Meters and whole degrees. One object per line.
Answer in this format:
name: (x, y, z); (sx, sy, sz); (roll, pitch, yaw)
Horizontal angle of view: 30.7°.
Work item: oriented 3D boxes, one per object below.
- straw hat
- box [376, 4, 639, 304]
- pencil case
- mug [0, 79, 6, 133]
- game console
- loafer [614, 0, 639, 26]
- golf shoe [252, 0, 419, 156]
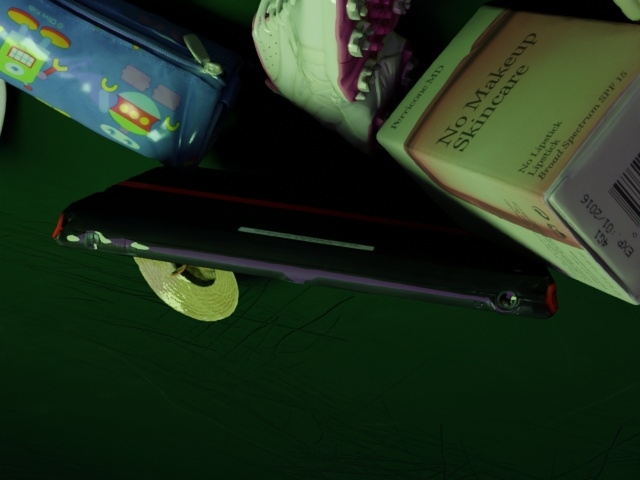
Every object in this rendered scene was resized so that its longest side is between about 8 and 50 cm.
straw hat: (-0.139, 0.017, 1.320); (0.144, 0.061, 0.144); (18, 133, 20)
box: (0.174, -0.073, 0.863); (0.127, 0.148, 0.232); (42, 174, -29)
pencil case: (-0.210, -0.173, 1.027); (0.306, 0.119, 0.133); (28, 143, -12)
mug: (-0.516, -0.138, 1.060); (0.328, 0.276, 0.374); (27, 172, 5)
game console: (0.000, 0.000, 1.015); (0.387, 0.342, 0.060); (8, 101, 4)
loafer: (0.216, -0.226, 0.753); (0.268, 0.102, 0.092); (38, 148, -25)
golf shoe: (-0.002, -0.165, 0.907); (0.140, 0.115, 0.306); (24, 163, 13)
